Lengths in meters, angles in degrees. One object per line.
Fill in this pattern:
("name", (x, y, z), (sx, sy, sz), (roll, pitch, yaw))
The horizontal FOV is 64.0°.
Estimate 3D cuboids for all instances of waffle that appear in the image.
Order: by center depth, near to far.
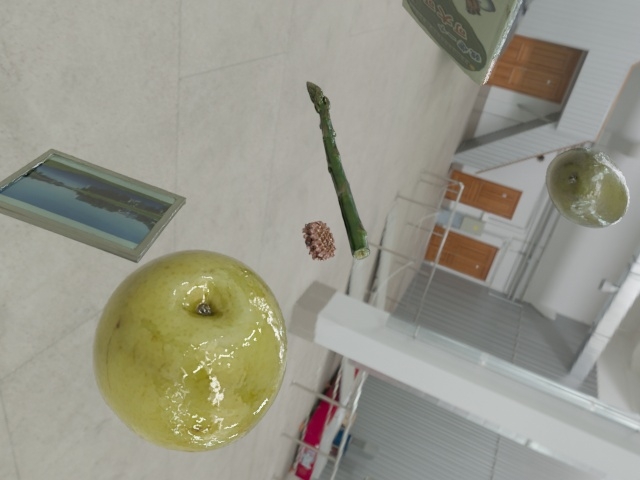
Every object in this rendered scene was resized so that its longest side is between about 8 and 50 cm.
("waffle", (0.000, 0.000, 0.943), (0.083, 0.029, 0.075), (8, 69, -57))

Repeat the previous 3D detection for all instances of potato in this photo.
("potato", (0.578, -0.117, 1.115), (0.251, 0.174, 0.159), (10, 113, -50))

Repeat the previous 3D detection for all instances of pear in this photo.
("pear", (-0.224, 0.194, 0.910), (0.348, 0.348, 0.348), (-58, 161, -34))

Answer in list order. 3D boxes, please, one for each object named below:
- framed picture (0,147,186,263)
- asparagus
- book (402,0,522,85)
("framed picture", (-0.218, -0.037, 0.487), (0.109, 0.149, 0.011), (-73, -175, -55))
("asparagus", (0.011, -0.057, 0.364), (0.016, 0.016, 0.162), (52, 22, -56))
("book", (0.246, -0.463, 0.909), (0.043, 0.260, 0.371), (-36, 166, -3))
